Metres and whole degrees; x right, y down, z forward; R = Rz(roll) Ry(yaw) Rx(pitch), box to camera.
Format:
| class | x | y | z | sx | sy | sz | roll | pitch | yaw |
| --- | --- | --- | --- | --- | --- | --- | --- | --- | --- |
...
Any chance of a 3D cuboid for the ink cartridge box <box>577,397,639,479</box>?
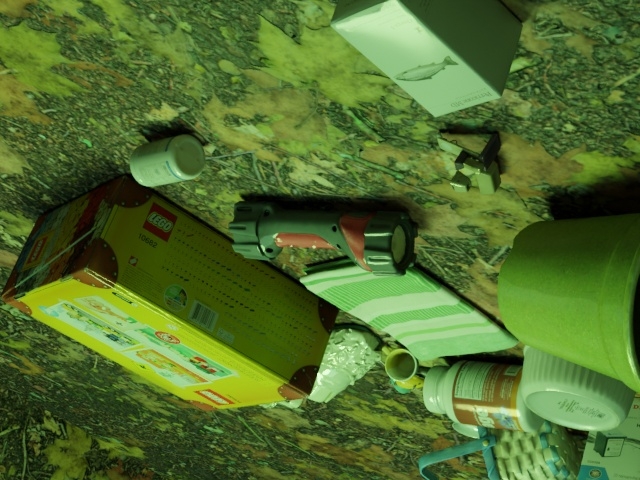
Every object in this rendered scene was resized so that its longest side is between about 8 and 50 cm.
| class | x | y | z | sx | sy | sz | roll | pitch | yaw |
| --- | --- | --- | --- | --- | --- | --- | --- | --- | --- |
| ink cartridge box | 0.555 | 0.382 | 2.052 | 0.140 | 0.190 | 0.082 | 1 | 148 | 33 |

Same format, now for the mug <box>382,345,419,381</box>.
| class | x | y | z | sx | sy | sz | roll | pitch | yaw |
| --- | --- | --- | --- | --- | --- | --- | --- | --- | --- |
| mug | 0.161 | 0.234 | 2.204 | 0.062 | 0.078 | 0.064 | -19 | 168 | 16 |

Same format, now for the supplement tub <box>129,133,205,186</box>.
| class | x | y | z | sx | sy | sz | roll | pitch | yaw |
| --- | --- | --- | --- | --- | --- | --- | --- | --- | --- |
| supplement tub | -0.236 | -0.123 | 1.758 | 0.107 | 0.071 | 0.071 | -6 | 145 | 44 |

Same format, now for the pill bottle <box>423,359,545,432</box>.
| class | x | y | z | sx | sy | sz | roll | pitch | yaw |
| --- | --- | --- | --- | --- | --- | --- | --- | --- | --- |
| pill bottle | 0.306 | 0.287 | 2.122 | 0.216 | 0.121 | 0.121 | 1 | 149 | 36 |

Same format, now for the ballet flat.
| class | x | y | z | sx | sy | sz | roll | pitch | yaw |
| --- | --- | --- | --- | --- | --- | --- | --- | --- | --- |
| ballet flat | -0.017 | 0.277 | 2.327 | 0.147 | 0.147 | 0.409 | 31 | 152 | -22 |

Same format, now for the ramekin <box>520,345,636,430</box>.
| class | x | y | z | sx | sy | sz | roll | pitch | yaw |
| --- | --- | --- | --- | --- | --- | --- | --- | --- | --- |
| ramekin | 0.442 | 0.245 | 1.957 | 0.207 | 0.109 | 0.207 | 16 | 154 | 8 |

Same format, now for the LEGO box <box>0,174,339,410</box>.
| class | x | y | z | sx | sy | sz | roll | pitch | yaw |
| --- | --- | --- | --- | --- | --- | --- | --- | --- | --- |
| LEGO box | -0.281 | 0.122 | 2.132 | 0.500 | 0.193 | 0.372 | 34 | 151 | -27 |

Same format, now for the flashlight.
| class | x | y | z | sx | sy | sz | roll | pitch | yaw |
| --- | --- | --- | --- | --- | --- | --- | --- | --- | --- |
| flashlight | 0.000 | 0.000 | 1.800 | 0.304 | 0.103 | 0.103 | 1 | 152 | 32 |

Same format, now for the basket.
| class | x | y | z | sx | sy | sz | roll | pitch | yaw |
| --- | --- | --- | --- | --- | --- | --- | --- | --- | --- |
| basket | 0.370 | 0.458 | 2.289 | 0.289 | 0.201 | 0.255 | -25 | 138 | 15 |

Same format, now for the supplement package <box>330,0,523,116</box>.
| class | x | y | z | sx | sy | sz | roll | pitch | yaw |
| --- | --- | --- | --- | --- | --- | --- | --- | --- | --- |
| supplement package | 0.118 | -0.234 | 1.241 | 0.179 | 0.105 | 0.105 | 36 | 150 | -30 |

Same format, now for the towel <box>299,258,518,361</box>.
| class | x | y | z | sx | sy | sz | roll | pitch | yaw |
| --- | --- | --- | --- | --- | --- | --- | --- | --- | --- |
| towel | 0.151 | 0.122 | 2.006 | 0.325 | 0.038 | 0.248 | 35 | 150 | -29 |

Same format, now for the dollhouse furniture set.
| class | x | y | z | sx | sy | sz | roll | pitch | yaw |
| --- | --- | --- | --- | --- | --- | --- | --- | --- | --- |
| dollhouse furniture set | 0.186 | -0.092 | 1.521 | 0.081 | 0.091 | 0.114 | 25 | 162 | 26 |

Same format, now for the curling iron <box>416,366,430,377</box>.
| class | x | y | z | sx | sy | sz | roll | pitch | yaw |
| --- | --- | --- | --- | --- | --- | --- | --- | --- | --- |
| curling iron | 0.311 | 0.288 | 2.222 | 0.274 | 0.035 | 0.068 | 10 | 153 | 20 |

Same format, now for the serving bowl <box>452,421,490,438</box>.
| class | x | y | z | sx | sy | sz | roll | pitch | yaw |
| --- | --- | --- | --- | --- | --- | --- | --- | --- | --- |
| serving bowl | 0.325 | 0.394 | 2.431 | 0.083 | 0.027 | 0.083 | 17 | 155 | 8 |

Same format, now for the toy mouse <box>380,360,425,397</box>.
| class | x | y | z | sx | sy | sz | roll | pitch | yaw |
| --- | --- | --- | --- | --- | --- | --- | --- | --- | --- |
| toy mouse | 0.192 | 0.302 | 2.313 | 0.161 | 0.031 | 0.143 | 23 | 166 | 15 |

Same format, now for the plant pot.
| class | x | y | z | sx | sy | sz | roll | pitch | yaw |
| --- | --- | --- | --- | --- | --- | --- | --- | --- | --- |
| plant pot | 0.388 | 0.070 | 1.518 | 0.254 | 0.276 | 0.276 | 8 | 155 | 50 |
